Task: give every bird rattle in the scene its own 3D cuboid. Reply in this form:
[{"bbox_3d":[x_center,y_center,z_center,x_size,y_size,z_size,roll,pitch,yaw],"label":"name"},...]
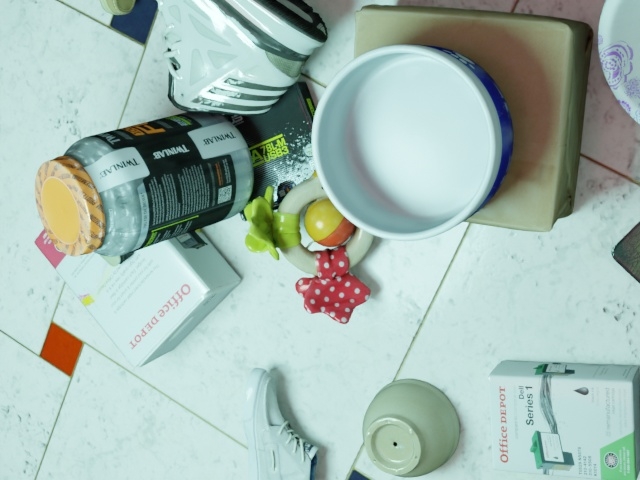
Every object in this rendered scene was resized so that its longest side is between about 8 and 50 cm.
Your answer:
[{"bbox_3d":[0.000,0.000,1.665,0.253,0.143,0.207,41,97,-9],"label":"bird rattle"}]

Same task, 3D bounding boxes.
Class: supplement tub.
[{"bbox_3d":[-0.279,-0.090,1.653,0.194,0.316,0.193,20,120,40],"label":"supplement tub"}]

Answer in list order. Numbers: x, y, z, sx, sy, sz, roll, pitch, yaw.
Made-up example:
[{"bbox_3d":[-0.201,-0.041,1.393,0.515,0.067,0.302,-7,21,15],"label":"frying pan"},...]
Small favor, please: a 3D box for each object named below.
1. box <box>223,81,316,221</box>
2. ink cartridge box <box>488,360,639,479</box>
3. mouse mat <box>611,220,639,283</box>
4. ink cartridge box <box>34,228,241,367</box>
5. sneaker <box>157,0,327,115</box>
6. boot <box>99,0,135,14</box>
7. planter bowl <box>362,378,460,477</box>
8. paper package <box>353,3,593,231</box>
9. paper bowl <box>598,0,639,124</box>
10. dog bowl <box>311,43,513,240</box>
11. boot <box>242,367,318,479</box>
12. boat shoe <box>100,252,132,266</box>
[{"bbox_3d":[-0.079,-0.147,1.739,0.191,0.045,0.184,-19,93,26],"label":"box"},{"bbox_3d":[0.373,0.273,1.584,0.219,0.092,0.160,-1,98,24],"label":"ink cartridge box"},{"bbox_3d":[0.539,0.006,1.508,0.152,0.007,0.189,45,113,11],"label":"mouse mat"},{"bbox_3d":[-0.327,0.035,1.838,0.226,0.131,0.306,-44,81,24],"label":"ink cartridge box"},{"bbox_3d":[-0.235,-0.355,1.635,0.447,0.169,0.257,36,116,-2],"label":"sneaker"},{"bbox_3d":[-0.261,-0.490,1.735,0.203,0.095,0.262,19,103,19],"label":"boot"},{"bbox_3d":[0.135,0.318,1.692,0.162,0.109,0.162,4,101,23],"label":"planter bowl"},{"bbox_3d":[0.215,-0.185,1.531,0.325,0.168,0.309,8,104,22],"label":"paper package"},{"bbox_3d":[0.522,-0.269,1.353,0.284,0.148,0.284,26,135,29],"label":"paper bowl"},{"bbox_3d":[0.127,-0.137,1.431,0.265,0.104,0.265,5,103,24],"label":"dog bowl"},{"bbox_3d":[-0.061,0.346,1.806,0.123,0.095,0.258,3,109,18],"label":"boot"},{"bbox_3d":[-0.373,-0.012,1.758,0.133,0.042,0.049,44,134,13],"label":"boat shoe"}]
